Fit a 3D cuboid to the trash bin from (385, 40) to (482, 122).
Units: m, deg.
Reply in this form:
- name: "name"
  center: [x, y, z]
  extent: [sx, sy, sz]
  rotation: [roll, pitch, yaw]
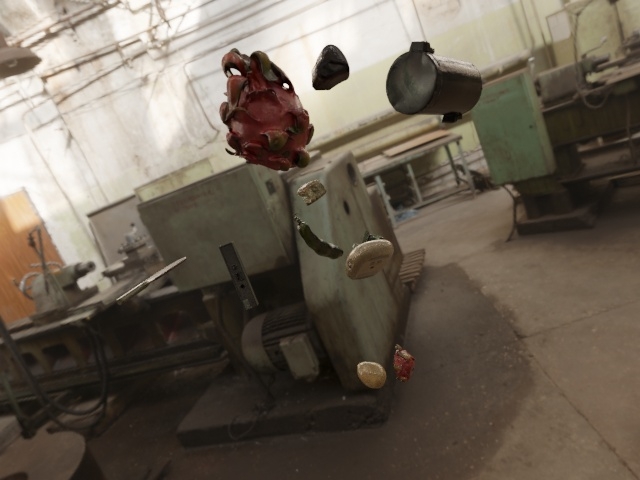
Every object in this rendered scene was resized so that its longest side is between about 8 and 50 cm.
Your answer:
- name: "trash bin"
  center: [0.396, -0.534, 1.579]
  extent: [0.302, 0.251, 0.203]
  rotation: [-12, 22, -42]

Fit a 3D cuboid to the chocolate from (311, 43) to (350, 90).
- name: "chocolate"
  center: [0.035, -0.563, 1.506]
  extent: [0.080, 0.125, 0.148]
  rotation: [118, 177, -85]

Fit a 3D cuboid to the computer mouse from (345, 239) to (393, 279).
- name: "computer mouse"
  center: [0.168, 0.063, 1.616]
  extent: [0.145, 0.081, 0.236]
  rotation: [-11, -23, -17]

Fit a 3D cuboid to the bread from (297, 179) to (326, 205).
- name: "bread"
  center: [-0.033, -0.179, 1.687]
  extent: [0.083, 0.076, 0.070]
  rotation: [-37, 4, -25]

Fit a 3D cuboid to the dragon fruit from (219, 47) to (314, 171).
- name: "dragon fruit"
  center: [-0.145, -0.315, 1.162]
  extent: [0.228, 0.307, 0.243]
  rotation: [1, 63, 51]

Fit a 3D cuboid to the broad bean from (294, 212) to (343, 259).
- name: "broad bean"
  center: [-0.001, 0.004, 1.281]
  extent: [0.039, 0.227, 0.069]
  rotation: [-14, 53, 31]

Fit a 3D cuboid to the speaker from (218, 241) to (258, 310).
- name: "speaker"
  center: [-0.227, 0.099, 1.279]
  extent: [0.040, 0.191, 0.046]
  rotation: [-22, 2, -3]

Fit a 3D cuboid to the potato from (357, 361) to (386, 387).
- name: "potato"
  center: [0.231, 0.610, 2.084]
  extent: [0.112, 0.112, 0.147]
  rotation: [-30, 32, -27]

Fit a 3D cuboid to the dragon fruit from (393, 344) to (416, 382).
- name: "dragon fruit"
  center: [0.319, 0.461, 1.709]
  extent: [0.068, 0.112, 0.126]
  rotation: [-8, 59, 30]

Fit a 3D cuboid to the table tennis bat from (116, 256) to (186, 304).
- name: "table tennis bat"
  center: [-0.549, 0.127, 1.503]
  extent: [0.154, 0.021, 0.274]
  rotation: [-22, 14, 39]

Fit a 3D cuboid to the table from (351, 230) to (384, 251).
- name: "table"
  center: [0.205, 0.048, 2.094]
  extent: [0.063, 0.175, 0.146]
  rotation: [13, 7, -25]
